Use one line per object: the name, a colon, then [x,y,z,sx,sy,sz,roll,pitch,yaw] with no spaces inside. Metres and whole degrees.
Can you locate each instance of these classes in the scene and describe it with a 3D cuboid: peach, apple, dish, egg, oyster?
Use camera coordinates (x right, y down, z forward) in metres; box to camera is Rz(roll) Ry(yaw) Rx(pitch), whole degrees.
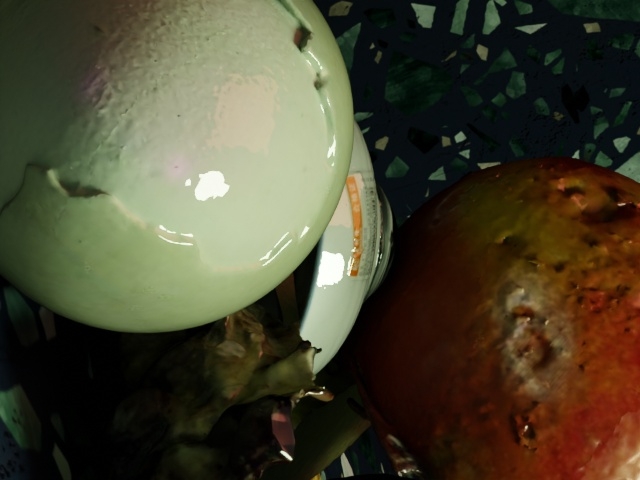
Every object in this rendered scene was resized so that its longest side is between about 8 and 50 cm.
peach: [0.201,0.131,1.208,0.339,0.353,0.416,30,53,-38]
apple: [-0.025,0.129,1.353,0.346,0.179,0.254,-24,111,-54]
dish: [0.000,0.000,1.168,0.273,0.134,0.273,-29,-123,60]
egg: [-0.113,-0.074,0.919,0.336,0.278,0.278,-117,-173,-74]
oyster: [-0.093,0.105,1.010,0.096,0.221,0.361,49,16,-22]

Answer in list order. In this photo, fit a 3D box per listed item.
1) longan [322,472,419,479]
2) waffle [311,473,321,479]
longan: [0.056,0.349,1.192,0.297,0.297,0.297,-18,90,-83]
waffle: [-0.045,0.253,1.594,0.243,0.059,0.237,-97,170,-45]
